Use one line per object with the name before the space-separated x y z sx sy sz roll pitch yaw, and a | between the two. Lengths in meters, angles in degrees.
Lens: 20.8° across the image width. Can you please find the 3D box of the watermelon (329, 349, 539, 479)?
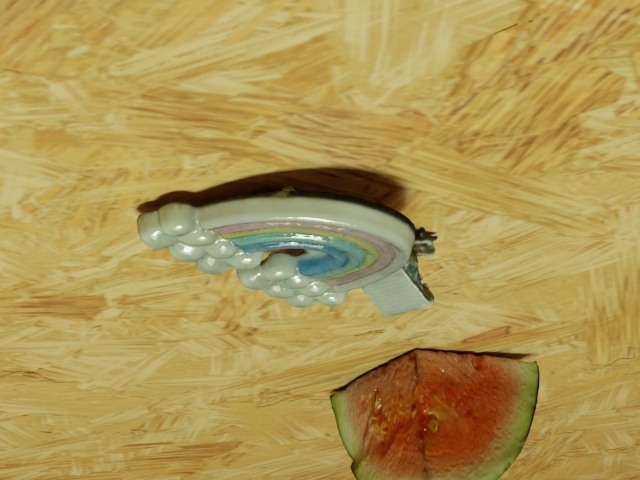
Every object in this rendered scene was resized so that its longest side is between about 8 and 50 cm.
watermelon | 0.101 0.176 1.523 0.193 0.145 0.137 -13 156 13

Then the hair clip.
hair clip | 0.000 0.000 1.123 0.140 0.054 0.220 -12 158 33
